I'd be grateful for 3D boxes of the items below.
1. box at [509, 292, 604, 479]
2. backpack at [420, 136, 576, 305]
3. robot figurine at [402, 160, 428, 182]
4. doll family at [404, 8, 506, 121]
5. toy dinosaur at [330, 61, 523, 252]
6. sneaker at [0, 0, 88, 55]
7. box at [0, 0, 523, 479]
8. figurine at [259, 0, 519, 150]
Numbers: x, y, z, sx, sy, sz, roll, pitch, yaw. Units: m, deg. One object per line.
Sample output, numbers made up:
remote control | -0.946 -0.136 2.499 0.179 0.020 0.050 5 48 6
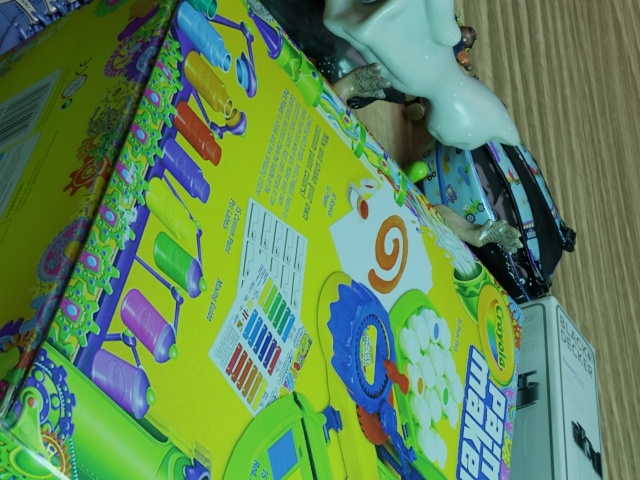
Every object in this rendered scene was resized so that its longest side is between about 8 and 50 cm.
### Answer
box | 0.122 0.197 1.080 0.087 0.169 0.290 45 35 -40
backpack | 0.142 -0.030 1.328 0.173 0.117 0.158 65 27 -11
robot figurine | 0.049 -0.023 1.202 0.115 0.067 0.101 47 62 -39
doll family | 0.120 -0.176 1.429 0.111 0.076 0.193 -20 95 -44
toy dinosaur | 0.000 0.000 1.055 0.200 0.127 0.295 -38 91 -26
sneaker | -0.161 -0.135 0.865 0.080 0.081 0.211 58 30 -26
box | -0.059 0.077 0.655 0.279 0.177 0.290 47 35 -28
figurine | 0.046 -0.153 1.160 0.092 0.215 0.209 -55 138 -11
